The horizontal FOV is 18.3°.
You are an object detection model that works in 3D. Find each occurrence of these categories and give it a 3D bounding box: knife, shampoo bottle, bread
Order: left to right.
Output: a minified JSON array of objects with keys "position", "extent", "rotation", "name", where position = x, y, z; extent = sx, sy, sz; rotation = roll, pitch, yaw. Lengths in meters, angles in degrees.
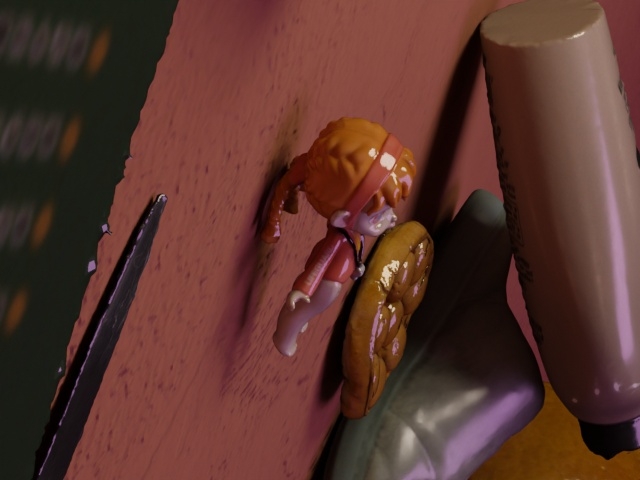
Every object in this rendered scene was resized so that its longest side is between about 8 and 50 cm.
[{"position":[-0.079,0.064,0.600],"extent":[0.023,0.010,0.170],"rotation":[54,57,-76],"name":"knife"},{"position":[0.032,0.041,1.025],"extent":[0.110,0.024,0.110],"rotation":[21,90,-80],"name":"bread"},{"position":[0.142,0.000,1.075],"extent":[0.127,0.078,0.256],"rotation":[-94,173,-67],"name":"shampoo bottle"}]

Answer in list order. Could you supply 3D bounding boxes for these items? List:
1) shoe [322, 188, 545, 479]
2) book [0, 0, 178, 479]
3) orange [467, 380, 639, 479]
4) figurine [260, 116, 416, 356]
[{"position":[0.078,0.086,1.135],"extent":[0.103,0.100,0.251],"rotation":[89,22,-61],"name":"shoe"},{"position":[-0.103,0.021,0.347],"extent":[0.260,0.043,0.370],"rotation":[-4,114,-75],"name":"book"},{"position":[0.144,0.205,1.350],"extent":[0.236,0.236,0.236],"rotation":[22,90,-78],"name":"orange"},{"position":[0.000,0.000,0.761],"extent":[0.064,0.047,0.109],"rotation":[-66,180,-50],"name":"figurine"}]
